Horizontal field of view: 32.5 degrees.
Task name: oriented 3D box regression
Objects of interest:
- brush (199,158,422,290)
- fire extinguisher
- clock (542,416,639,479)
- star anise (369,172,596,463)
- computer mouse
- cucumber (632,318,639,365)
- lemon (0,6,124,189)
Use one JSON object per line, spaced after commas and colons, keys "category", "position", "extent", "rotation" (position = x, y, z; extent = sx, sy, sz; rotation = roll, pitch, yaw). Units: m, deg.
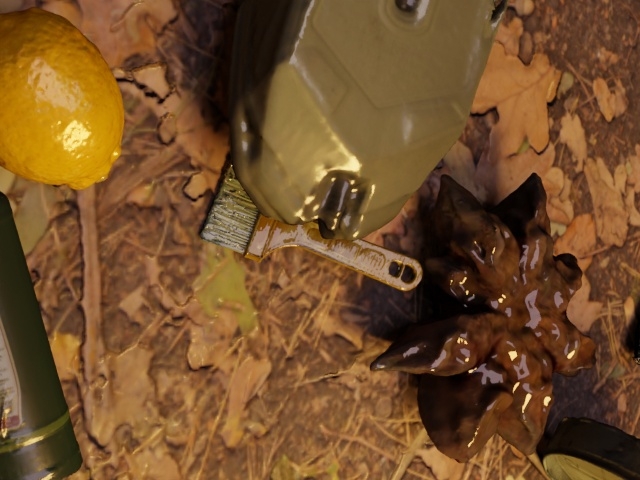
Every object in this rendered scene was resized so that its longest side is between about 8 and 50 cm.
{"category": "brush", "position": [0.000, 0.000, 1.014], "extent": [0.218, 0.010, 0.082], "rotation": [23, 79, -19]}
{"category": "fire extinguisher", "position": [-0.257, 0.041, 0.803], "extent": [0.093, 0.118, 0.294], "rotation": [-43, 122, -67]}
{"category": "clock", "position": [0.345, 0.280, 1.194], "extent": [0.226, 0.226, 0.049], "rotation": [48, 69, -29]}
{"category": "star anise", "position": [0.173, 0.074, 1.126], "extent": [0.315, 0.108, 0.315], "rotation": [-4, 96, -40]}
{"category": "computer mouse", "position": [0.040, -0.215, 0.993], "extent": [0.228, 0.145, 0.429], "rotation": [19, 89, -36]}
{"category": "cucumber", "position": [0.432, 0.082, 1.364], "extent": [0.053, 0.053, 0.181], "rotation": [48, 67, -29]}
{"category": "lemon", "position": [-0.208, -0.103, 0.823], "extent": [0.114, 0.114, 0.155], "rotation": [-45, 124, -27]}
